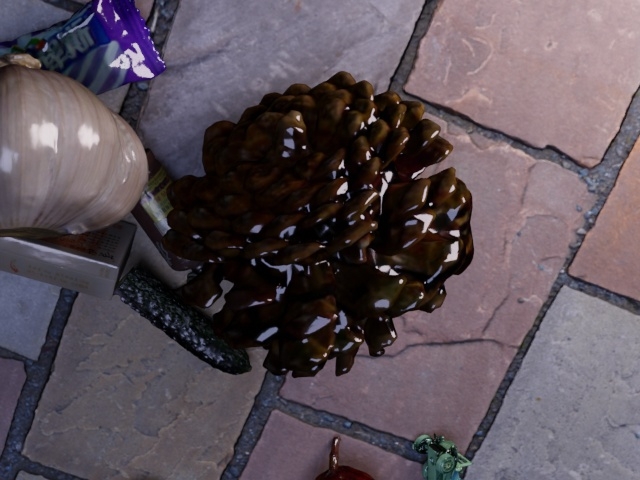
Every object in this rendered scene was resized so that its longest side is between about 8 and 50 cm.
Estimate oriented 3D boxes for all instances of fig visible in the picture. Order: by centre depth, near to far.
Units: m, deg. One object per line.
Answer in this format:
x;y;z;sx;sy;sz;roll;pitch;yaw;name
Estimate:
0.046;0.399;1.611;0.128;0.128;0.150;20;99;-8;fig

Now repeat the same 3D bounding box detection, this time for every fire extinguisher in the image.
-0.210;-0.009;1.489;0.075;0.106;0.252;-43;111;-26;fire extinguisher

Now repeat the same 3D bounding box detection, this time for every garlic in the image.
-0.374;-0.102;1.285;0.322;0.322;0.241;2;109;-1;garlic

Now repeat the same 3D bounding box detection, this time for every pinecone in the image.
0.000;0.000;1.329;0.397;0.398;0.398;0;111;0;pinecone

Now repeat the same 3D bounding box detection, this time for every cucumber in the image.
-0.200;0.125;1.527;0.067;0.067;0.245;-42;114;14;cucumber

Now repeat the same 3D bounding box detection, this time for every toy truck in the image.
0.197;0.378;1.632;0.078;0.080;0.154;-13;113;-24;toy truck

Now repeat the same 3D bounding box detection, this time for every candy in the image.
-0.347;-0.239;1.391;0.275;0.070;0.145;-22;119;7;candy

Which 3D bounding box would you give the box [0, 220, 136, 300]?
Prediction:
-0.368;0.003;1.443;0.201;0.141;0.058;17;115;-6;box
